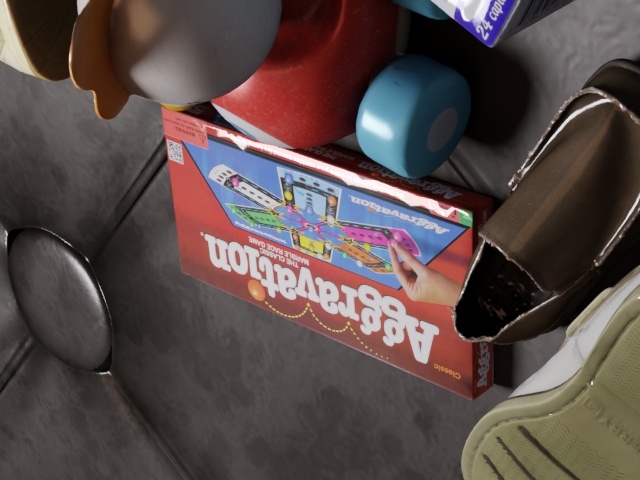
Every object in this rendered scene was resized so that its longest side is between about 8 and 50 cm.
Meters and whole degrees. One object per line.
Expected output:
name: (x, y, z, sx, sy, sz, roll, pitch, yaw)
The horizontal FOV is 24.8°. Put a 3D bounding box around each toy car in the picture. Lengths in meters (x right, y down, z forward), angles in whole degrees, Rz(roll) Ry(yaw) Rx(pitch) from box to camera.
toy car: (-0.060, -0.125, 0.836, 0.219, 0.238, 0.210, 31, 133, 30)

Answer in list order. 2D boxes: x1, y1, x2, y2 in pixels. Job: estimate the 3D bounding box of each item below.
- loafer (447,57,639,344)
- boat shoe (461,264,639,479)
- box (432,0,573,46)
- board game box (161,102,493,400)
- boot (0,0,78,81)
loafer: (0.138, -0.006, 0.829, 0.080, 0.078, 0.220, 41, 138, 20)
boat shoe: (0.180, 0.089, 0.828, 0.113, 0.103, 0.302, 45, 147, 7)
box: (0.086, -0.183, 0.734, 0.137, 0.126, 0.072, 42, 139, 18)
board game box: (0.000, 0.000, 1.018, 0.281, 0.027, 0.145, 21, 129, 37)
boot: (-0.281, -0.253, 1.102, 0.203, 0.095, 0.262, 12, 126, 43)
